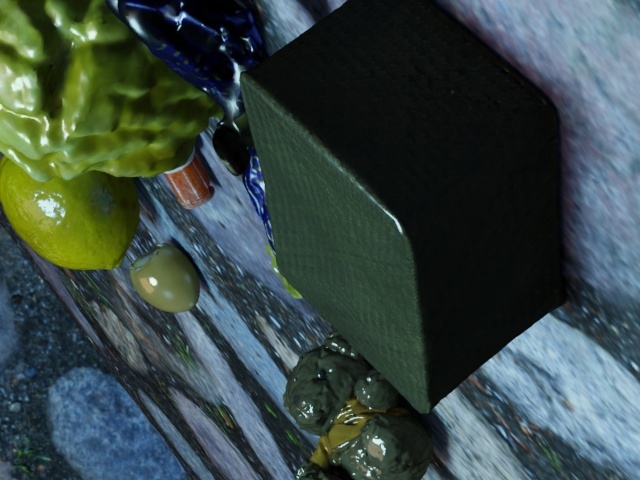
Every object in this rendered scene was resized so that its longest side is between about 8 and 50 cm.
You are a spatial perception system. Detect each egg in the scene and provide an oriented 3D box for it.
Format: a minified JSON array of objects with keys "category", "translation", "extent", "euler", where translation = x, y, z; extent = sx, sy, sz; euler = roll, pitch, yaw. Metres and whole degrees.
[{"category":"egg","translation":[-0.199,0.052,2.443],"extent":[0.096,0.080,0.080],"euler":[54,166,-15]}]

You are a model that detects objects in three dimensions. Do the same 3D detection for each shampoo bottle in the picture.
[{"category":"shampoo bottle","translation":[-0.179,-0.129,2.015],"extent":[0.108,0.051,0.221],"euler":[29,153,55]}]

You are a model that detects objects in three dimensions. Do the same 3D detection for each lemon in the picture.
[{"category":"lemon","translation":[-0.318,-0.055,2.388],"extent":[0.207,0.170,0.170],"euler":[55,166,-23]}]

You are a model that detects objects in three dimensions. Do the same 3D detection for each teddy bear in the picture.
[{"category":"teddy bear","translation":[0.033,0.195,2.007],"extent":[0.177,0.140,0.190],"euler":[-52,59,32]}]

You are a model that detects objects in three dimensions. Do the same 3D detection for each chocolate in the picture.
[{"category":"chocolate","translation":[-0.060,-0.118,1.468],"extent":[0.126,0.148,0.343],"euler":[-13,130,30]}]

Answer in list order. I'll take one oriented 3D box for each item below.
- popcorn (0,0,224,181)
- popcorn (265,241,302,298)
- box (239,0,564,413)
[{"category":"popcorn","translation":[-0.195,-0.171,1.610],"extent":[0.225,0.249,0.249],"euler":[36,159,36]},{"category":"popcorn","translation":[0.000,0.000,1.671],"extent":[0.116,0.106,0.121],"euler":[46,167,-13]},{"category":"box","translation":[0.061,-0.030,1.343],"extent":[0.184,0.143,0.273],"euler":[44,162,28]}]
